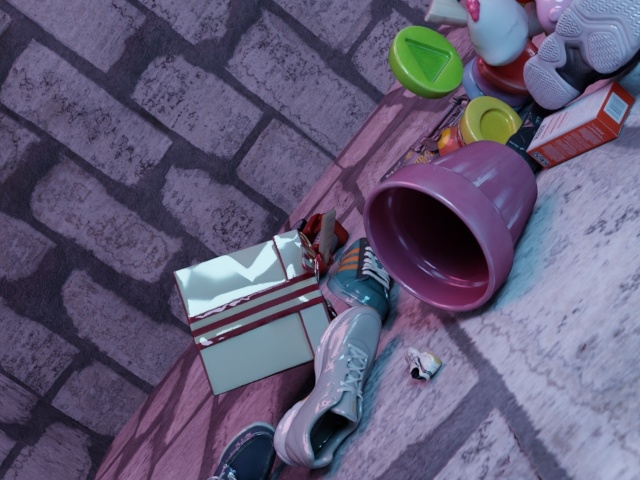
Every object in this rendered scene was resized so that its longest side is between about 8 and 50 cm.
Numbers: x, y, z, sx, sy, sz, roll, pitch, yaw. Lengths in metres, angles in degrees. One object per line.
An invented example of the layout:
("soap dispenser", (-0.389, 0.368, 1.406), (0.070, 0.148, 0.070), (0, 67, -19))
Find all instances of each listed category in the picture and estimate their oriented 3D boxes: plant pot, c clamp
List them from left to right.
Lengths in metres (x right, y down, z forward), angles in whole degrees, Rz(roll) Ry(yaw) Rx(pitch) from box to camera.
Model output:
("c clamp", (0.241, -0.231, 1.394), (0.160, 0.022, 0.137), (-49, 19, 10))
("plant pot", (0.189, -0.036, 0.947), (0.180, 0.201, 0.201), (-40, 2, -31))

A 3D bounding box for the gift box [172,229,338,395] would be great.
("gift box", (-0.098, 0.137, 1.251), (0.258, 0.255, 0.276), (-19, -3, -13))

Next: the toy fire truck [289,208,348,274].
("toy fire truck", (0.000, 0.000, 1.787), (0.246, 0.158, 0.217), (-27, 25, 42))

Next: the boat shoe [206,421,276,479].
("boat shoe", (-0.149, 0.413, 1.145), (0.254, 0.095, 0.079), (-54, 9, 2))

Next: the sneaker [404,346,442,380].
("sneaker", (0.127, 0.164, 0.938), (0.037, 0.032, 0.083), (-55, 10, -12))

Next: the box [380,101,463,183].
("box", (0.225, -0.155, 1.421), (0.231, 0.056, 0.183), (-47, 21, 18))

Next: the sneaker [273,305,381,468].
("sneaker", (0.036, 0.218, 1.039), (0.262, 0.099, 0.121), (-64, 20, -15))

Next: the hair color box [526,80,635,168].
("hair color box", (0.355, -0.156, 0.977), (0.072, 0.043, 0.141), (-57, 12, -22))

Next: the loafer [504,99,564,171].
("loafer", (0.319, -0.145, 1.090), (0.170, 0.062, 0.061), (-53, -12, -18))

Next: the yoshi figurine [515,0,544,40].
("yoshi figurine", (0.425, -0.488, 1.279), (0.362, 0.203, 0.203), (102, 172, -70))

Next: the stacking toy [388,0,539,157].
("stacking toy", (0.239, -0.269, 1.244), (0.309, 0.280, 0.130), (-58, 7, -35))

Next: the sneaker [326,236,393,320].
("sneaker", (0.085, 0.054, 1.283), (0.121, 0.108, 0.302), (-52, 11, 8))

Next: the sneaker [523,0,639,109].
("sneaker", (0.384, -0.277, 0.937), (0.153, 0.101, 0.268), (-32, -5, -15))

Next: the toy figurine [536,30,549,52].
("toy figurine", (0.395, -0.313, 1.196), (0.173, 0.130, 0.159), (74, -140, -75))

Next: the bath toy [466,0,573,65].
("bath toy", (0.366, -0.391, 1.063), (0.348, 0.129, 0.151), (-21, 54, 38))
